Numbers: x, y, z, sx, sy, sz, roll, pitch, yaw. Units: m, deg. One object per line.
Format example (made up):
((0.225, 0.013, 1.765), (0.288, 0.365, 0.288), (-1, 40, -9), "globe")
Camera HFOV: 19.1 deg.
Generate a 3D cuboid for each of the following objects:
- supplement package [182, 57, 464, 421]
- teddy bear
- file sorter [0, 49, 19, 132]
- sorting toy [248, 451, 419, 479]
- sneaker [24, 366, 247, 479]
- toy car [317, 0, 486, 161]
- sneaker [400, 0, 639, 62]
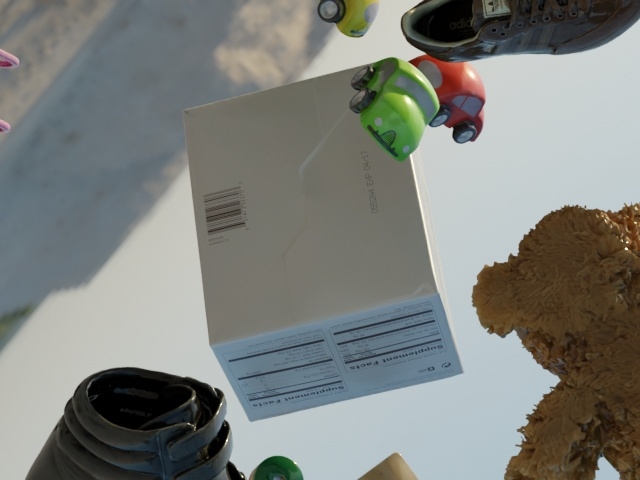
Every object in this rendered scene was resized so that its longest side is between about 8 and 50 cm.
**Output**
((0.000, 0.000, 1.715), (0.204, 0.145, 0.262), (-13, -126, 6), "supplement package")
((0.237, 0.116, 1.195), (0.245, 0.338, 0.113), (-52, 141, -10), "teddy bear")
((-0.414, -0.063, 1.762), (0.202, 0.182, 0.291), (25, 74, -64), "file sorter")
((0.057, 0.289, 1.698), (0.132, 0.274, 0.046), (-33, 173, -26), "sorting toy")
((-0.064, 0.187, 1.314), (0.104, 0.296, 0.147), (-62, 172, -59), "sneaker")
((0.064, -0.136, 1.511), (0.053, 0.239, 0.225), (-39, -158, 20), "toy car")
((0.146, -0.163, 1.375), (0.188, 0.066, 0.071), (-13, 175, 34), "sneaker")
